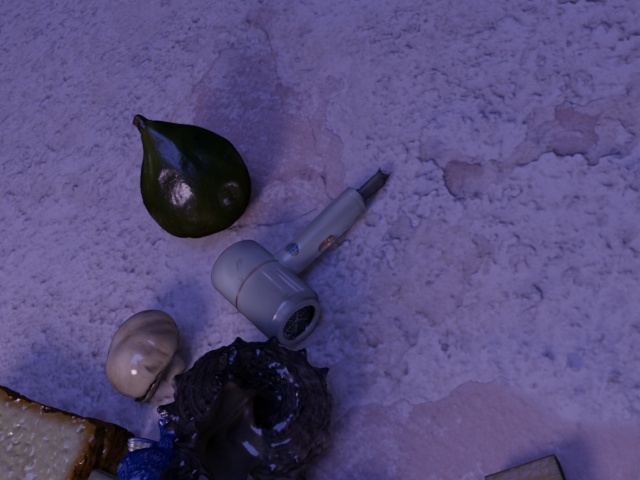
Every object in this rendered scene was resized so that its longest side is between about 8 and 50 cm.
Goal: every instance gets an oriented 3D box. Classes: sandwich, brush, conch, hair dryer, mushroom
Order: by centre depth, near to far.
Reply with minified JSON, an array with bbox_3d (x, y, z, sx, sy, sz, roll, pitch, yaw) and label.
[{"bbox_3d":[0.223,0.374,1.139,0.233,0.047,0.103,-21,57,13],"label":"brush"},{"bbox_3d":[-0.106,0.262,1.228,0.186,0.313,0.241,-44,74,35],"label":"conch"},{"bbox_3d":[-0.495,0.389,1.380,0.325,0.131,0.262,11,69,24],"label":"sandwich"},{"bbox_3d":[-0.287,0.193,1.411,0.154,0.122,0.154,-47,26,33],"label":"mushroom"},{"bbox_3d":[0.000,0.000,1.412,0.357,0.107,0.173,-44,58,-12],"label":"hair dryer"}]

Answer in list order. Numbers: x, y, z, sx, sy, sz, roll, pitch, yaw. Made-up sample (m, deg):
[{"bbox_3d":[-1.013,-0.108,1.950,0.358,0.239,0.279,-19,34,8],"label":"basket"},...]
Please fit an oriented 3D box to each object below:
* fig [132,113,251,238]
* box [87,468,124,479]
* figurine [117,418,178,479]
[{"bbox_3d":[-0.240,-0.120,1.485,0.195,0.245,0.195,-22,43,22],"label":"fig"},{"bbox_3d":[-0.236,0.512,1.075,0.177,0.352,0.344,14,67,29],"label":"box"},{"bbox_3d":[-0.266,0.391,1.257,0.164,0.120,0.262,-42,14,46],"label":"figurine"}]
